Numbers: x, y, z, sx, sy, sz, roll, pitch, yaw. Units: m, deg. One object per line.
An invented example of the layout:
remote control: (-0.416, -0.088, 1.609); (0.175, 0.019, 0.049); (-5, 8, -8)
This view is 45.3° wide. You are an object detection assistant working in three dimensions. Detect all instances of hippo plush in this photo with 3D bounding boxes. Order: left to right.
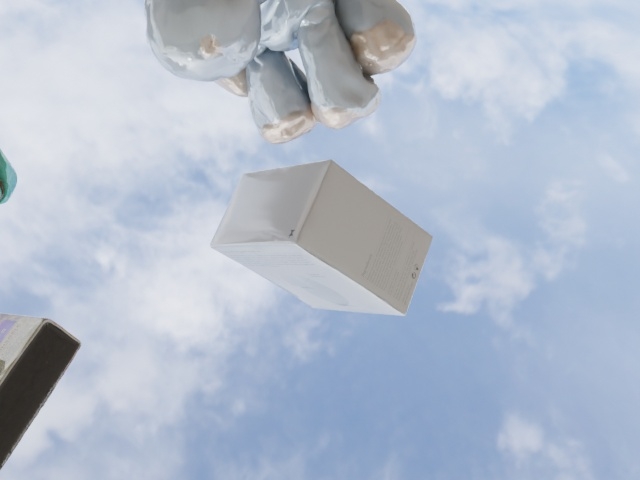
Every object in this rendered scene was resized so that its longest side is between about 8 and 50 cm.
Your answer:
hippo plush: (-0.041, -0.241, 0.761); (0.234, 0.294, 0.236); (28, -166, 21)

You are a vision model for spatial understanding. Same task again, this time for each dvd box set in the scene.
dvd box set: (-0.497, 0.229, 0.971); (0.062, 0.420, 0.307); (45, -121, -32)

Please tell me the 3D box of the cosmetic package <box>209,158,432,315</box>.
cosmetic package: (0.000, 0.000, 1.140); (0.225, 0.224, 0.138); (33, -110, -34)

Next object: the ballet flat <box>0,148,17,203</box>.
ballet flat: (-0.579, -0.172, 1.256); (0.083, 0.247, 0.087); (-24, -166, 9)
